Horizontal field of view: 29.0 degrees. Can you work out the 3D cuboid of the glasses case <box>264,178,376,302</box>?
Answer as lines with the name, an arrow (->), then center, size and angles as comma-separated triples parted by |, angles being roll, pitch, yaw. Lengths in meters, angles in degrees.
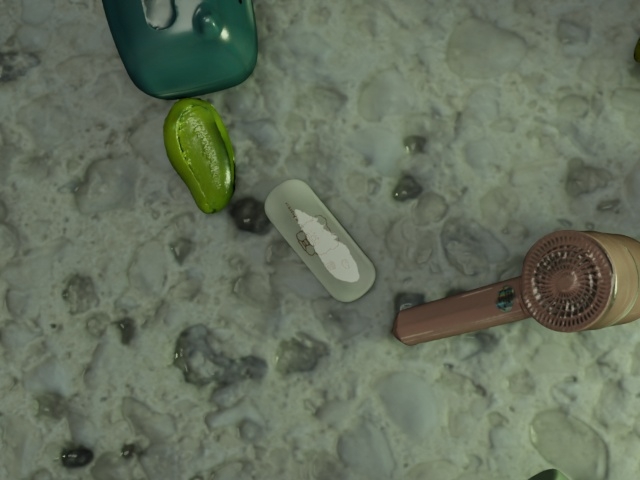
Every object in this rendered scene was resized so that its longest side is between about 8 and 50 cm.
glasses case -> 0.000, 0.000, 1.708 | 0.074, 0.049, 0.193 | -39, 84, 1

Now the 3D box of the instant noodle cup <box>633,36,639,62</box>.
instant noodle cup -> 0.591, -0.285, 1.552 | 0.254, 0.325, 0.325 | 36, 90, -2

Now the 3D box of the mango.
mango -> -0.167, -0.119, 1.727 | 0.091, 0.074, 0.165 | -13, 96, -1

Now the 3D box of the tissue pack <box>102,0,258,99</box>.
tissue pack -> -0.198, -0.345, 1.682 | 0.198, 0.206, 0.287 | -12, 83, 6

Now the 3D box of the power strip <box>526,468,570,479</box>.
power strip -> 0.227, 0.444, 1.491 | 0.161, 0.357, 0.357 | 45, 91, 6

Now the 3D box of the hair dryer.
hair dryer -> 0.253, 0.077, 1.631 | 0.352, 0.210, 0.125 | -16, 82, 30
